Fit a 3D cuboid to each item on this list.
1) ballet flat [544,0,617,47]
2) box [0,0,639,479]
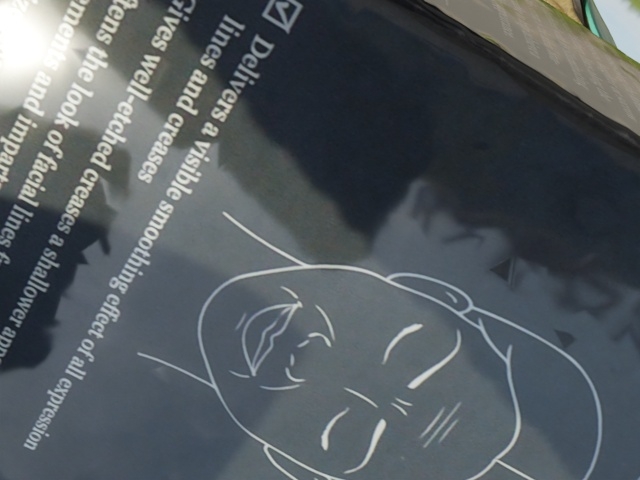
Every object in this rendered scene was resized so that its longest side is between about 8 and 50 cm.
[{"bbox_3d":[0.270,-0.293,1.159,0.342,0.124,0.116,58,-149,-38],"label":"ballet flat"},{"bbox_3d":[0.000,0.000,0.486,0.395,0.294,0.212,30,-154,-9],"label":"box"}]
